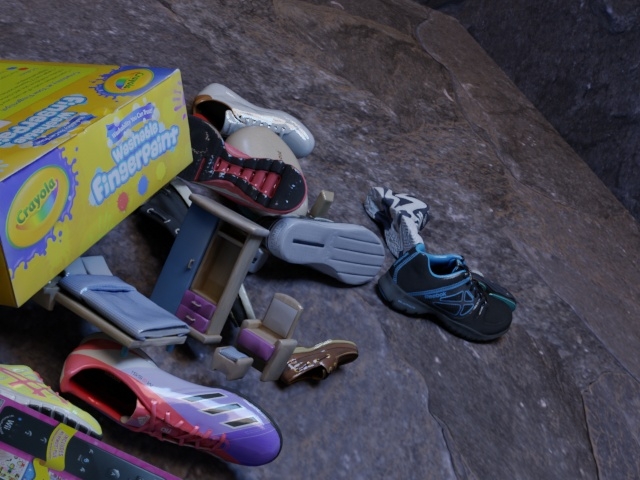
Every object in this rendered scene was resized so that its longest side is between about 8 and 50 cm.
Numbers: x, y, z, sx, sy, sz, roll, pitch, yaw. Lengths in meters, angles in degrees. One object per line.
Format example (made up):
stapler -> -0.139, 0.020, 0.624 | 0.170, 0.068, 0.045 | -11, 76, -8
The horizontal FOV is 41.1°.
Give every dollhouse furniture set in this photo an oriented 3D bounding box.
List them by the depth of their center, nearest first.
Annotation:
dollhouse furniture set -> -0.201, 0.056, 1.211 | 0.287, 0.198, 0.303 | 28, 9, 25
dollhouse furniture set -> 0.001, -0.067, 1.811 | 0.091, 0.114, 0.081 | 11, 33, -31

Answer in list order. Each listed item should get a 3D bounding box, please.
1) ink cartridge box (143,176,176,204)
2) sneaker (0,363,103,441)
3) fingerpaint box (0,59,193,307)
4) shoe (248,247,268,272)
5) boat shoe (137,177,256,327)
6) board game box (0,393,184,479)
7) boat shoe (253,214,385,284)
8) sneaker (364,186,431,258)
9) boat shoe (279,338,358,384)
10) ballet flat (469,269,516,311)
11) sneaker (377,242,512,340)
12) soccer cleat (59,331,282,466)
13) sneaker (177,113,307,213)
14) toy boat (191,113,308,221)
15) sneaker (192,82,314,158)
ink cartridge box -> -0.353, -0.168, 1.527 | 0.223, 0.045, 0.223 | -27, 110, -56
sneaker -> -0.370, 0.201, 1.087 | 0.209, 0.081, 0.094 | 28, 27, -12
fingerpaint box -> -0.445, -0.105, 1.174 | 0.371, 0.163, 0.444 | 6, 30, 18
shoe -> -0.154, 0.009, 1.546 | 0.081, 0.063, 0.178 | 38, -2, 13
boat shoe -> -0.219, 0.035, 1.454 | 0.113, 0.127, 0.340 | -26, 60, -13
board game box -> -0.311, 0.320, 0.960 | 0.304, 0.097, 0.224 | 30, 30, -11
boat shoe -> 0.000, 0.000, 1.697 | 0.119, 0.121, 0.335 | 28, 5, 41
sneaker -> 0.217, -0.037, 1.997 | 0.153, 0.094, 0.235 | 1, 33, -32
boat shoe -> -0.004, 0.212, 1.459 | 0.178, 0.064, 0.060 | -3, 52, -39
ballet flat -> 0.366, 0.110, 1.965 | 0.203, 0.074, 0.074 | 24, 31, -29
sneaker -> 0.294, 0.113, 1.816 | 0.341, 0.139, 0.125 | 19, 31, -29
soccer cleat -> -0.203, 0.236, 1.163 | 0.318, 0.108, 0.116 | 29, 17, -2
sneaker -> -0.181, -0.121, 1.568 | 0.314, 0.136, 0.115 | 27, 75, -2
toy boat -> -0.177, -0.145, 1.738 | 0.318, 0.148, 0.267 | 23, 36, -34
sneaker -> -0.159, -0.248, 1.932 | 0.290, 0.105, 0.123 | 25, 34, 4
